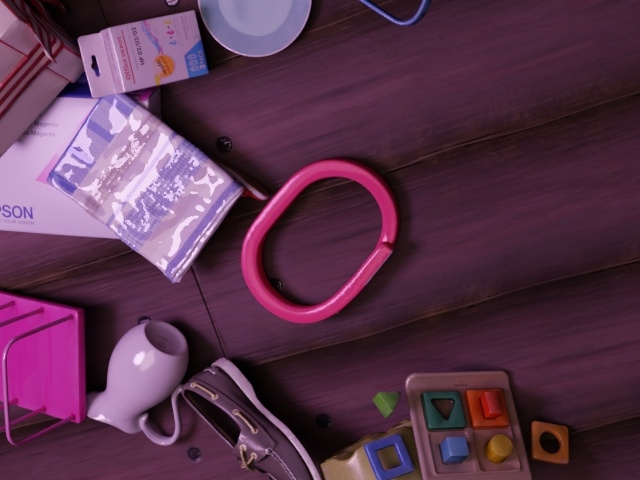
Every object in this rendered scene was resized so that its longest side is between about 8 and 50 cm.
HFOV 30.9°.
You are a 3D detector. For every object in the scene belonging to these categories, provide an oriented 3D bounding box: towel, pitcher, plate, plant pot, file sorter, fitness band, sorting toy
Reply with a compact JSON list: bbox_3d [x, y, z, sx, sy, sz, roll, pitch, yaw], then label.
[{"bbox_3d":[-0.286,-0.089,1.880,0.285,0.034,0.209,39,107,0],"label":"towel"},{"bbox_3d":[-0.288,0.249,1.985,0.178,0.125,0.207,31,119,-7],"label":"pitcher"},{"bbox_3d":[-0.103,-0.385,1.834,0.188,0.024,0.188,3,103,13],"label":"plate"},{"bbox_3d":[0.128,0.433,1.862,0.276,0.276,0.253,-28,83,18],"label":"plant pot"},{"bbox_3d":[-0.569,0.208,1.968,0.291,0.182,0.202,10,106,29],"label":"file sorter"},{"bbox_3d":[0.000,0.000,1.886,0.209,0.054,0.291,42,108,4],"label":"fitness band"},{"bbox_3d":[0.236,0.295,1.807,0.348,0.047,0.196,0,64,-17],"label":"sorting toy"}]

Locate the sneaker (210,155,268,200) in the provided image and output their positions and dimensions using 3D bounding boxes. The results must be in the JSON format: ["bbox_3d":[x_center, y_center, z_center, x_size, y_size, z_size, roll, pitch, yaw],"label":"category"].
[{"bbox_3d":[-0.145,-0.082,1.905,0.118,0.042,0.067,33,105,13],"label":"sneaker"}]

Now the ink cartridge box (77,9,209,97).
[{"bbox_3d":[-0.279,-0.293,1.829,0.181,0.061,0.104,-17,100,-21],"label":"ink cartridge box"}]

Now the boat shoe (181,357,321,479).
[{"bbox_3d":[-0.111,0.325,1.904,0.305,0.091,0.109,46,149,27],"label":"boat shoe"}]

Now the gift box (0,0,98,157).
[{"bbox_3d":[-0.520,-0.296,1.813,0.276,0.255,0.258,44,96,14],"label":"gift box"}]

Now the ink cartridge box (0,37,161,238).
[{"bbox_3d":[-0.426,-0.172,1.943,0.324,0.071,0.330,4,105,13],"label":"ink cartridge box"}]

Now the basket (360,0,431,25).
[{"bbox_3d":[0.069,-0.476,1.675,0.289,0.201,0.254,29,107,17],"label":"basket"}]
